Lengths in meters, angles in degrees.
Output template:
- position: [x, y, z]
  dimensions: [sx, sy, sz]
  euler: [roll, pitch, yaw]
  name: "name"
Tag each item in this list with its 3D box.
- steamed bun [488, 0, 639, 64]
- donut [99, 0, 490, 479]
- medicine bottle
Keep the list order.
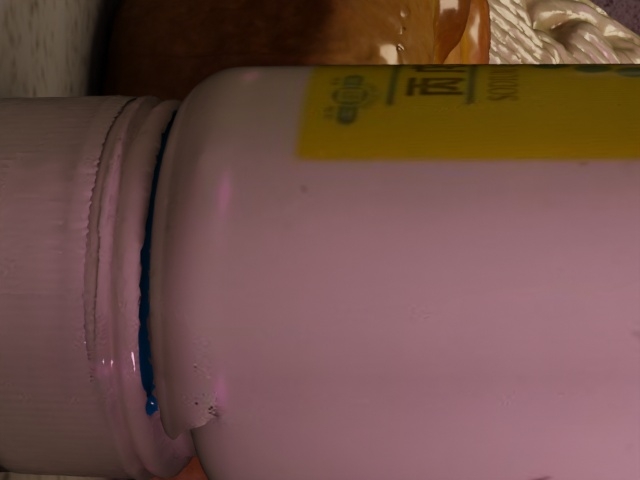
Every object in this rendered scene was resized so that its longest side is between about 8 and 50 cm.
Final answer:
- position: [0.120, -0.069, 1.288]
  dimensions: [0.394, 0.237, 0.347]
  euler: [-14, 77, -50]
  name: "steamed bun"
- position: [0.000, 0.000, 0.715]
  dimensions: [0.299, 0.150, 0.317]
  euler: [64, 28, -73]
  name: "donut"
- position: [0.022, 0.017, 0.487]
  dimensions: [0.143, 0.258, 0.143]
  euler: [-1, 90, -82]
  name: "medicine bottle"
